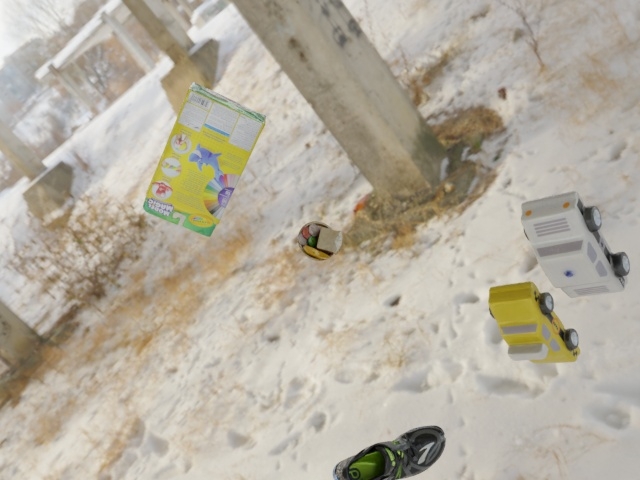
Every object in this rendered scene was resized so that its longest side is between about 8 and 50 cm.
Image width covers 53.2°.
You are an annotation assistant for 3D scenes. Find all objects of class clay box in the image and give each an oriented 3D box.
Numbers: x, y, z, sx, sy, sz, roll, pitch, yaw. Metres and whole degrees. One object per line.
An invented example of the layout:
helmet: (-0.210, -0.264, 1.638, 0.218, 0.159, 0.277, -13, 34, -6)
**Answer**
clay box: (-0.190, -0.124, 1.029, 0.222, 0.128, 0.053, -60, 15, 24)

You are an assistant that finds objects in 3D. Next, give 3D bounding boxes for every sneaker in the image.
sneaker: (0.111, 0.337, 0.976, 0.188, 0.067, 0.078, -16, -18, -14)

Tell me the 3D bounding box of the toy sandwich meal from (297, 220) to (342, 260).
toy sandwich meal: (0.000, 0.000, 1.177, 0.085, 0.085, 0.029, -49, 3, -24)

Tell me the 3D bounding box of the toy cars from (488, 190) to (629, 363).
toy cars: (0.348, 0.092, 0.967, 0.177, 0.393, 0.087, 18, 53, 13)
